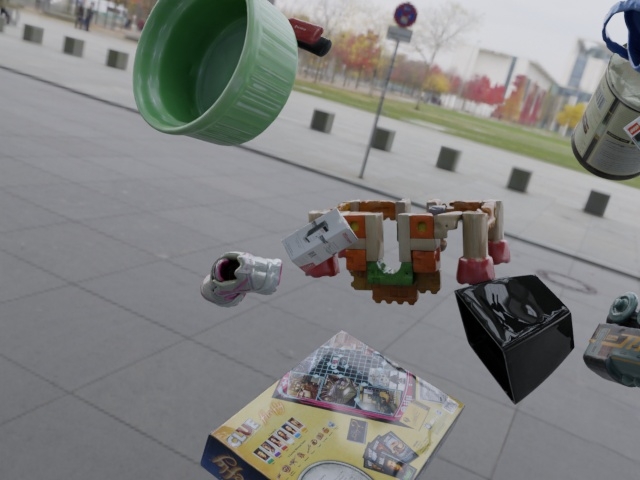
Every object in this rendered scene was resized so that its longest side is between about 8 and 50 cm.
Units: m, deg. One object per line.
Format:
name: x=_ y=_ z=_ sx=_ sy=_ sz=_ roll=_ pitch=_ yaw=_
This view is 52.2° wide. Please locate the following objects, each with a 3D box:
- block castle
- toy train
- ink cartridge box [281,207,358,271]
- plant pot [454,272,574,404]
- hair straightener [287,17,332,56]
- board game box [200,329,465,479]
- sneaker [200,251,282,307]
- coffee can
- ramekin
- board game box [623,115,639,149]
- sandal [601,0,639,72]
block castle: x=0.210 y=0.020 z=1.575 sx=0.452 sy=0.213 sz=0.303 roll=2 pitch=11 yaw=24
toy train: x=0.692 y=0.220 z=1.344 sx=0.142 sy=0.190 sz=0.334 roll=33 pitch=-8 yaw=-11
ink cartridge box: x=0.000 y=0.000 z=1.360 sx=0.056 sy=0.135 sz=0.099 roll=61 pitch=5 yaw=22
plant pot: x=0.400 y=0.177 z=1.317 sx=0.166 sy=0.188 sz=0.187 roll=-28 pitch=40 yaw=-3
hair straightener: x=-0.067 y=-0.403 z=1.295 sx=0.230 sy=0.047 sz=0.089 roll=24 pitch=-10 yaw=35
board game box: x=0.024 y=0.189 z=0.641 sx=0.165 sy=0.042 sz=0.243 roll=30 pitch=29 yaw=21
sneaker: x=-0.199 y=0.075 z=1.439 sx=0.111 sy=0.103 sz=0.252 roll=25 pitch=-32 yaw=-36
coffee can: x=0.719 y=-0.293 z=1.504 sx=0.201 sy=0.202 sz=0.275 roll=18 pitch=-23 yaw=12
ramekin: x=-0.183 y=-0.317 z=1.169 sx=0.303 sy=0.304 sz=0.148 roll=27 pitch=7 yaw=39
board game box: x=0.690 y=-0.216 z=1.083 sx=0.053 sy=0.305 sz=0.193 roll=31 pitch=32 yaw=-34
sandal: x=0.543 y=-0.273 z=1.016 sx=0.138 sy=0.126 sz=0.318 roll=-10 pitch=59 yaw=-22
